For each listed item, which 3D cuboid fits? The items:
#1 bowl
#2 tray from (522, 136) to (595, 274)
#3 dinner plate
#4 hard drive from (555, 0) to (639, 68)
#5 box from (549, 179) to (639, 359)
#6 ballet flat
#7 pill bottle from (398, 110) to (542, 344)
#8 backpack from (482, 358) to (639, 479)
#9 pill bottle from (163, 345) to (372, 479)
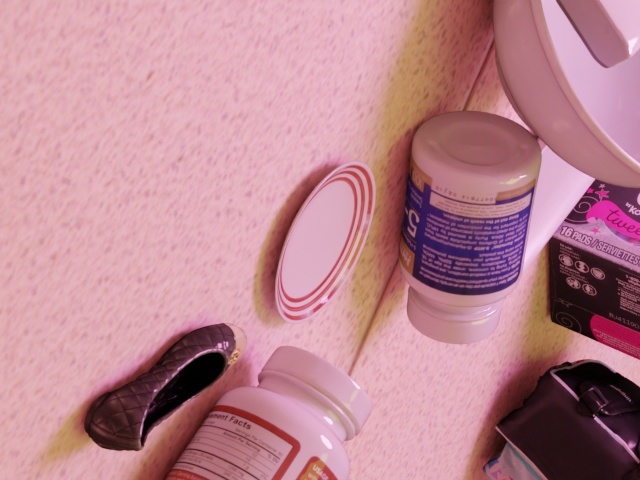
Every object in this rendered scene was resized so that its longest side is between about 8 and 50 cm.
[{"bbox_3d":[0.246,-0.166,1.720,0.298,0.134,0.298,16,64,-36],"label":"bowl"},{"bbox_3d":[0.215,-0.053,1.958,0.270,0.030,0.145,-49,152,-32],"label":"tray"},{"bbox_3d":[0.000,0.000,1.586,0.141,0.017,0.141,-45,148,-39],"label":"dinner plate"},{"bbox_3d":[0.266,-0.301,1.670,0.040,0.203,0.307,-24,-166,48],"label":"hard drive"},{"bbox_3d":[0.384,0.037,2.118,0.142,0.247,0.163,-53,153,-30],"label":"box"},{"bbox_3d":[-0.103,0.110,1.437,0.173,0.049,0.057,-35,143,-49],"label":"ballet flat"},{"bbox_3d":[0.125,-0.007,1.717,0.112,0.112,0.186,-39,144,-45],"label":"pill bottle"},{"bbox_3d":[0.316,0.247,2.214,0.191,0.225,0.253,-50,166,21],"label":"backpack"},{"bbox_3d":[-0.054,0.192,1.528,0.216,0.121,0.121,-55,154,-21],"label":"pill bottle"}]
